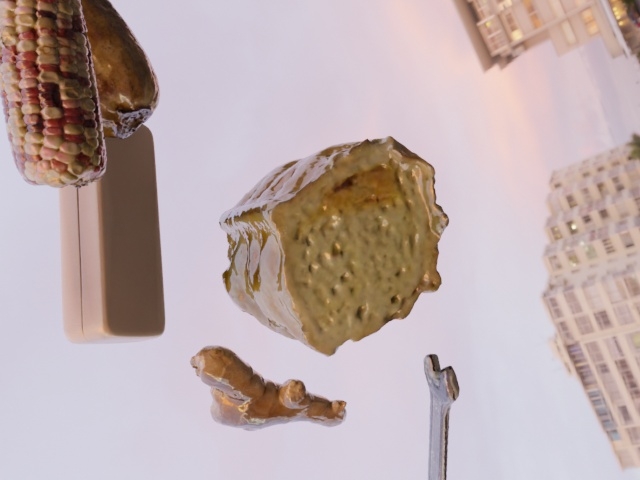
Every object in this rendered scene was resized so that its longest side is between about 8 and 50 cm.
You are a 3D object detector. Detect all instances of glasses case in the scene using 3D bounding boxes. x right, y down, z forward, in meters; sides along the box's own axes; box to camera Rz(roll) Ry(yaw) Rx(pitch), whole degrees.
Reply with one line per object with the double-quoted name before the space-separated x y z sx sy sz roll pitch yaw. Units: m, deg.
"glasses case" -0.304 -0.021 0.885 0.144 0.076 0.337 24 -122 -67

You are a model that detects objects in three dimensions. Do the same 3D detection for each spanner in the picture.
"spanner" 0.137 0.254 0.709 0.071 0.017 0.302 -123 23 -57

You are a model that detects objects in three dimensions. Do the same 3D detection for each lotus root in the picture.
"lotus root" -0.317 -0.250 0.783 0.260 0.145 0.128 51 171 -4

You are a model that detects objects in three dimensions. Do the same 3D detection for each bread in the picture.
"bread" 0.000 0.006 0.706 0.238 0.252 0.196 -40 -72 -10

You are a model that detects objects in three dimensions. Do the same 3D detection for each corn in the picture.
"corn" -0.249 -0.172 0.545 0.086 0.086 0.253 -19 -74 -58

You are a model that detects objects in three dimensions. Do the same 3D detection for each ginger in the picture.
"ginger" -0.079 0.260 0.988 0.333 0.148 0.081 23 -159 -30
